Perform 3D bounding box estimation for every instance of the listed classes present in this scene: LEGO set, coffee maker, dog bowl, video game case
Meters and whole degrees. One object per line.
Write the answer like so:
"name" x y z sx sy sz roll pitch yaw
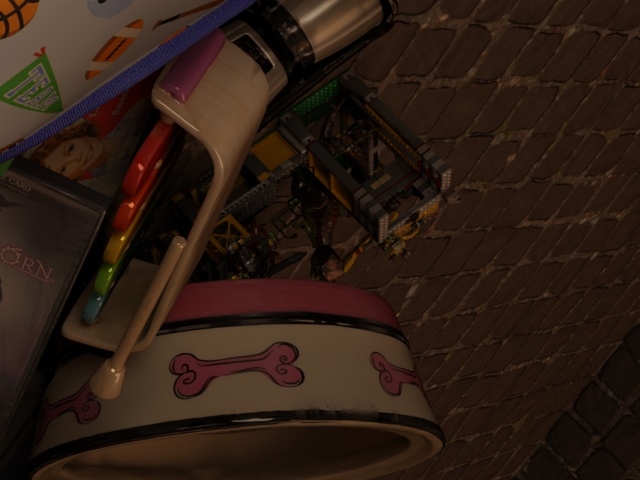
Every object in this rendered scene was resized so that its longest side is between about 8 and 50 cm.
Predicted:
"LEGO set" 0.000 0.000 1.955 0.331 0.192 0.255 -31 154 -26
"coffee maker" -0.030 -0.173 1.711 0.178 0.120 0.171 -38 157 -12
"dog bowl" -0.088 0.152 1.855 0.408 0.150 0.408 -5 163 -2
"video game case" -0.306 0.030 1.542 0.026 0.196 0.274 -72 -171 -54

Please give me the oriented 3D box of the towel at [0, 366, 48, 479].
"towel" -0.327 0.203 1.972 0.285 0.034 0.209 -4 137 -53

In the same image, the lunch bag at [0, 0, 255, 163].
"lunch bag" -0.212 -0.232 1.181 0.385 0.239 0.328 -42 157 -29

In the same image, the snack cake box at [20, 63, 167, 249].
"snack cake box" -0.231 -0.093 1.563 0.152 0.089 0.264 -15 143 -45

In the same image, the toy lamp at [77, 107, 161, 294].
"toy lamp" -0.187 -0.014 1.778 0.080 0.080 0.274 -30 154 -30

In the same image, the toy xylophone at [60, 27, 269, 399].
"toy xylophone" -0.136 -0.016 1.563 0.322 0.081 0.236 -63 180 35

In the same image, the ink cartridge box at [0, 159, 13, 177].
"ink cartridge box" -0.333 -0.050 1.390 0.208 0.153 0.087 -53 153 19
